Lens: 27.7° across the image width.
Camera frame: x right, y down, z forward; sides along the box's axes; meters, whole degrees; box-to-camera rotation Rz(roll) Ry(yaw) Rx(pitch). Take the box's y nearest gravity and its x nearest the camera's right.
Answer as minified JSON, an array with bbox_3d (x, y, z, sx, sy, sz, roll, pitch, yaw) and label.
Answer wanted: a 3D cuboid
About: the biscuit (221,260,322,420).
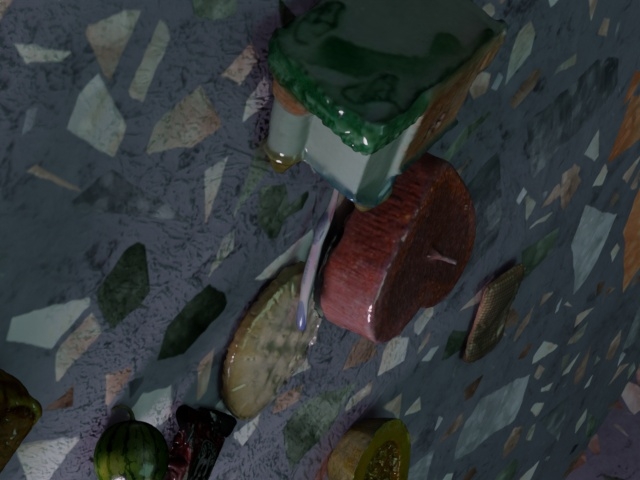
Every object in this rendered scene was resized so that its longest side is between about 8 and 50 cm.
[{"bbox_3d":[-0.066,0.149,1.883,0.188,0.040,0.265,-10,127,-50],"label":"biscuit"}]

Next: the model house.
[{"bbox_3d":[0.052,-0.157,1.660,0.267,0.194,0.325,-41,161,-31],"label":"model house"}]

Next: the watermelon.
[{"bbox_3d":[-0.243,0.276,1.678,0.109,0.109,0.109,-37,145,-32],"label":"watermelon"}]

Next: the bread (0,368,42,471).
[{"bbox_3d":[-0.412,0.225,1.374,0.222,0.096,0.181,-54,154,-7],"label":"bread"}]

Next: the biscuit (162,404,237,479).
[{"bbox_3d":[-0.208,0.339,1.830,0.235,0.063,0.151,-60,163,-5],"label":"biscuit"}]

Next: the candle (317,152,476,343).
[{"bbox_3d":[0.139,-0.005,1.936,0.317,0.131,0.287,-29,135,-51],"label":"candle"}]

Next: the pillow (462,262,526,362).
[{"bbox_3d":[0.333,0.142,2.490,0.135,0.034,0.211,-31,144,-41],"label":"pillow"}]

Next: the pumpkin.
[{"bbox_3d":[0.072,0.402,2.291,0.217,0.110,0.217,-27,127,-43],"label":"pumpkin"}]

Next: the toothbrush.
[{"bbox_3d":[0.000,0.000,1.813,0.027,0.021,0.269,3,106,-37],"label":"toothbrush"}]
